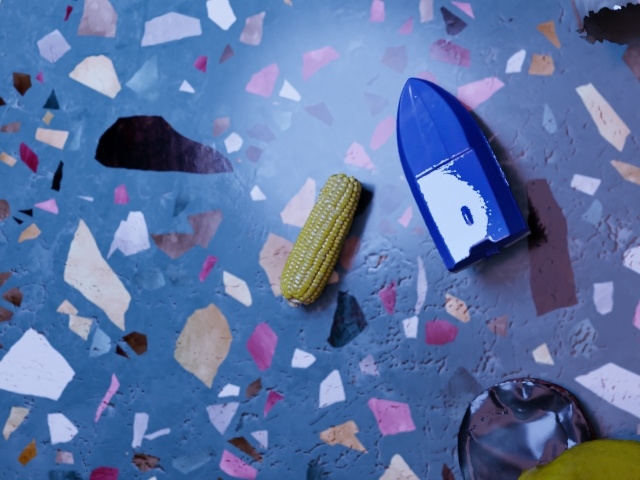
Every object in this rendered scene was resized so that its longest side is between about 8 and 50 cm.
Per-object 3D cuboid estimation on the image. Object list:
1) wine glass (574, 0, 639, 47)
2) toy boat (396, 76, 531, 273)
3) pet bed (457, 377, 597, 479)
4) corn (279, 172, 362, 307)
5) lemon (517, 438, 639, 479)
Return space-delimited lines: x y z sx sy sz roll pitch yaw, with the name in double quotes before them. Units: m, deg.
"wine glass" 0.424 -0.420 1.853 0.238 0.238 0.322 0 75 20
"toy boat" 0.180 -0.105 1.996 0.129 0.088 0.295 -30 66 16
"pet bed" 0.277 0.280 1.942 0.201 0.053 0.201 -1 87 20
"corn" 0.000 0.000 2.056 0.067 0.067 0.206 24 95 20
"lemon" 0.382 0.362 1.788 0.263 0.236 0.235 -2 85 34
